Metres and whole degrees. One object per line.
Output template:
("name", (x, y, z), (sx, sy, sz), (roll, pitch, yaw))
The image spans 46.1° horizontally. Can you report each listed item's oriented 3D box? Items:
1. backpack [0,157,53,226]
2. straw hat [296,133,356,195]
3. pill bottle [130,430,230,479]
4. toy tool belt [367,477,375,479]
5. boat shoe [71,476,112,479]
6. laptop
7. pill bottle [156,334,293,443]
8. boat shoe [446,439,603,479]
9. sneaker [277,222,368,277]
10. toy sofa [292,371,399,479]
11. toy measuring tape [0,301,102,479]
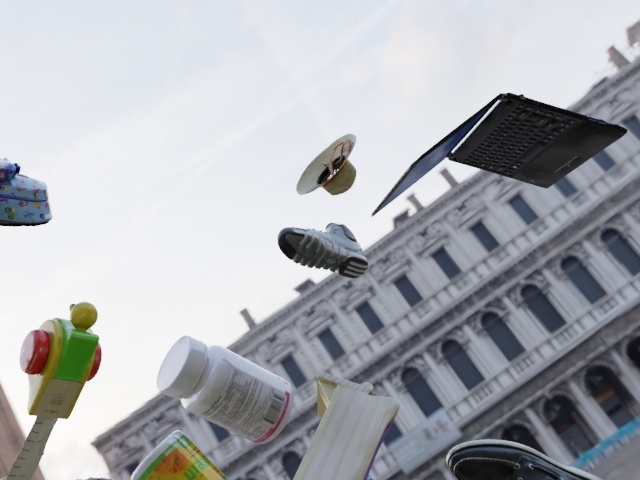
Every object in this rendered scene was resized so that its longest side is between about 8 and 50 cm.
("backpack", (-0.561, -0.085, 1.328), (0.173, 0.158, 0.117), (6, -81, -23))
("straw hat", (0.029, -0.116, 1.332), (0.144, 0.144, 0.061), (-41, -65, 14))
("pill bottle", (-0.246, 0.511, 1.496), (0.136, 0.245, 0.136), (-46, -8, -9))
("toy tool belt", (0.101, 0.540, 1.654), (0.083, 0.052, 0.051), (-4, 11, 42))
("boat shoe", (-0.276, 0.374, 0.909), (0.066, 0.183, 0.066), (-14, -31, 0))
("laptop", (0.233, -0.090, 1.033), (0.264, 0.137, 0.234), (16, -16, -5))
("pill bottle", (-0.215, 0.334, 1.698), (0.283, 0.160, 0.160), (33, -64, -25))
("boat shoe", (0.411, 0.492, 1.463), (0.113, 0.339, 0.127), (-80, 14, -62))
("sneaker", (0.000, 0.000, 1.724), (0.228, 0.132, 0.086), (23, -55, -23))
("toy sofa", (0.013, 0.440, 1.396), (0.150, 0.177, 0.363), (89, -158, -44))
("toy measuring tape", (-0.428, 0.231, 1.171), (0.121, 0.121, 0.330), (8, -67, -58))
